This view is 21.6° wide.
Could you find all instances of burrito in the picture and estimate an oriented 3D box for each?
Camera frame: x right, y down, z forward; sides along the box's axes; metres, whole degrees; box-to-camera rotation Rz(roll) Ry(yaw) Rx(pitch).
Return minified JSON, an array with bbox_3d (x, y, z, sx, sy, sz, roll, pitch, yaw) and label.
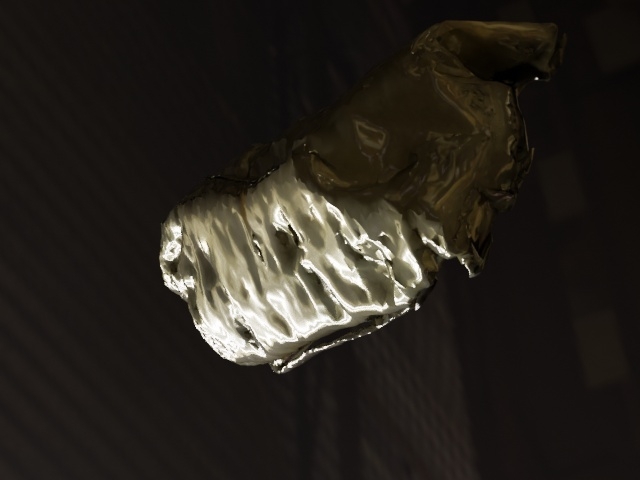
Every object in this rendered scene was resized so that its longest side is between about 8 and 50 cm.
[{"bbox_3d":[-0.001,-0.002,0.472,0.063,0.058,0.229,62,154,1],"label":"burrito"}]
